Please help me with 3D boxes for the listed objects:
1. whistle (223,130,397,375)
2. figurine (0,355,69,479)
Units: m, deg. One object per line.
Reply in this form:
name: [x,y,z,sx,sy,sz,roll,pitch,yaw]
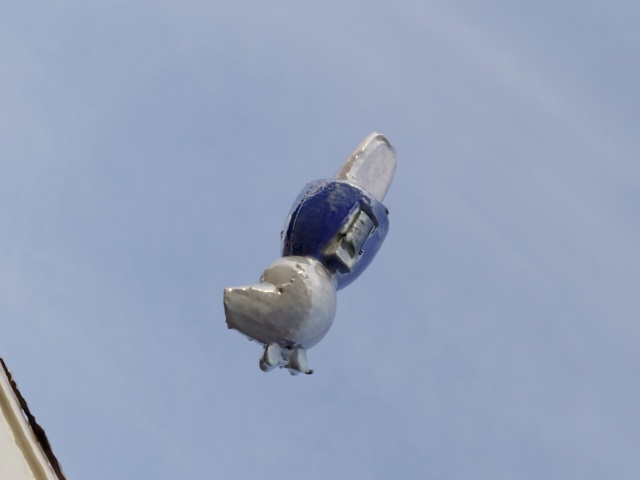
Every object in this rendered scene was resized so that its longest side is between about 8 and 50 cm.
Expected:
whistle: [0.000,0.000,0.325,0.029,0.033,0.083,-13,-143,46]
figurine: [-0.265,0.117,0.478,0.308,0.308,0.143,-14,-97,35]
